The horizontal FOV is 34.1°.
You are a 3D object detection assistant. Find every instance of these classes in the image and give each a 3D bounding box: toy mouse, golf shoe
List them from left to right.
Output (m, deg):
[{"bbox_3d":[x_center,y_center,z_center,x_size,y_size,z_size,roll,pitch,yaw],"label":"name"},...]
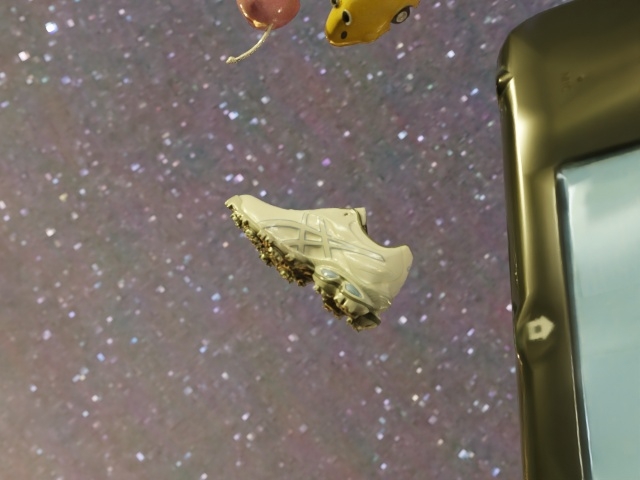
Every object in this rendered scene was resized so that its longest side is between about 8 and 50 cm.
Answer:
[{"bbox_3d":[-0.005,-0.176,0.618,0.143,0.161,0.031,61,8,23],"label":"toy mouse"},{"bbox_3d":[0.000,0.000,0.881,0.176,0.086,0.069,35,-14,25],"label":"golf shoe"}]

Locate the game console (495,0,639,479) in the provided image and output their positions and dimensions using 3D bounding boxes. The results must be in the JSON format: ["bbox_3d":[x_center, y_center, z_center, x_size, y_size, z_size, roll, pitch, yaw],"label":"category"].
[{"bbox_3d":[0.239,0.011,0.419,0.342,0.386,0.060,-13,-34,24],"label":"game console"}]
